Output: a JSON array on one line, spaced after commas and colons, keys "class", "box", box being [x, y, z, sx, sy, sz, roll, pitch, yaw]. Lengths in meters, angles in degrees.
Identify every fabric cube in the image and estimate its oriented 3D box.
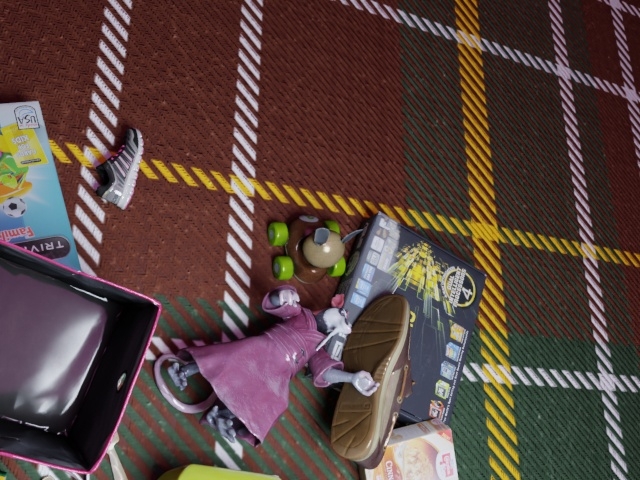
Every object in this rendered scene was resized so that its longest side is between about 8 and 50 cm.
[{"class": "fabric cube", "box": [-0.425, 0.166, 0.917, 0.259, 0.258, 0.254, 26, 72, -24]}]

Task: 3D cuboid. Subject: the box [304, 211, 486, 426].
[{"class": "box", "box": [0.179, 0.181, 1.364, 0.318, 0.097, 0.395, 29, 64, -13]}]

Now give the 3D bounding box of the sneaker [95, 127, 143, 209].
[{"class": "sneaker", "box": [-0.396, -0.149, 1.210, 0.074, 0.063, 0.171, 16, 71, -28]}]

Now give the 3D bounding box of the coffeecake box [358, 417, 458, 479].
[{"class": "coffeecake box", "box": [0.172, 0.452, 1.233, 0.185, 0.068, 0.143, -11, 97, -11]}]

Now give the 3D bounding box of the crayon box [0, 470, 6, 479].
[{"class": "crayon box", "box": [-0.588, 0.466, 0.895, 0.165, 0.081, 0.279, 20, 65, -20]}]

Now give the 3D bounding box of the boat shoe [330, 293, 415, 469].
[{"class": "boat shoe", "box": [0.118, 0.271, 1.207, 0.123, 0.123, 0.342, 47, 46, -39]}]

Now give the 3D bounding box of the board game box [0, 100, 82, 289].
[{"class": "board game box", "box": [-0.588, -0.067, 1.078, 0.253, 0.079, 0.336, -13, 79, -29]}]

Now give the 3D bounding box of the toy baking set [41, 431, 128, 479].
[{"class": "toy baking set", "box": [-0.396, 0.438, 1.030, 0.197, 0.030, 0.256, 44, 60, -7]}]

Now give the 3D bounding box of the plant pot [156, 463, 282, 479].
[{"class": "plant pot", "box": [-0.177, 0.488, 1.015, 0.228, 0.227, 0.207, 17, 60, -20]}]

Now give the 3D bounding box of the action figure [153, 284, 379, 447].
[{"class": "action figure", "box": [-0.076, 0.224, 1.156, 0.370, 0.275, 0.248, -31, 94, -39]}]

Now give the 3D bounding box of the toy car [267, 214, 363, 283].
[{"class": "toy car", "box": [0.000, 0.000, 1.282, 0.154, 0.188, 0.149, -3, 74, -27]}]
